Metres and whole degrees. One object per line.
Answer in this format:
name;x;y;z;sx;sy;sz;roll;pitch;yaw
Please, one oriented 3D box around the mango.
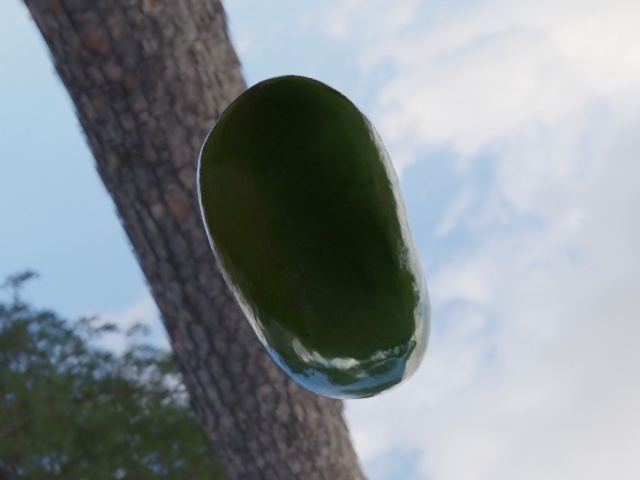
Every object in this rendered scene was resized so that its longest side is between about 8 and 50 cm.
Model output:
mango;0.000;0.000;0.811;0.114;0.156;0.251;1;-137;-36
